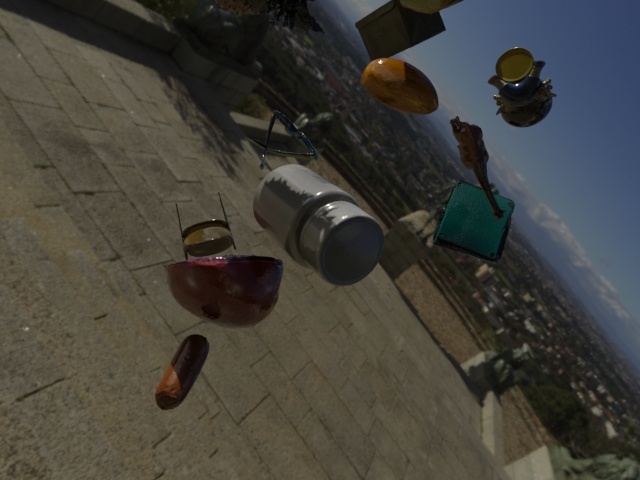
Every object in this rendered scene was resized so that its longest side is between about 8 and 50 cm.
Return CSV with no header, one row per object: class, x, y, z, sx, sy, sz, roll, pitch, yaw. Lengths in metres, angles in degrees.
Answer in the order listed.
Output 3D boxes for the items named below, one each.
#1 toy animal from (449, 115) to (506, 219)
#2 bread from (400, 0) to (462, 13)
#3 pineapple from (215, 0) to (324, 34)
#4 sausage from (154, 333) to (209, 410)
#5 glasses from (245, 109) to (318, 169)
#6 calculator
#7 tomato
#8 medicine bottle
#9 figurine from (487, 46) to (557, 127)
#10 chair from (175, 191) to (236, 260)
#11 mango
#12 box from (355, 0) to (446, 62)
toy animal,0.384,-0.181,1.204,0.230,0.066,0.224,-97,165,-57
bread,0.321,-0.794,1.212,0.264,0.239,0.395,27,-29,35
pineapple,-0.128,-0.603,1.179,0.364,0.166,0.165,34,7,37
sausage,-0.324,0.308,1.160,0.076,0.076,0.198,43,38,-18
glasses,-0.127,-0.313,1.549,0.206,0.102,0.239,-25,58,-34
calculator,0.566,-0.067,1.821,0.248,0.274,0.058,20,-16,6
tomato,-0.252,0.136,1.261,0.289,0.335,0.176,4,81,-28
medicine bottle,-0.010,-0.042,1.207,0.208,0.208,0.339,33,5,-40
figurine,0.566,-0.407,1.372,0.275,0.161,0.158,23,62,-60
chair,-0.365,-0.020,1.575,0.172,0.158,0.247,86,-15,-46
mango,0.212,-0.399,1.280,0.217,0.102,0.141,34,39,10
box,0.246,-0.677,1.560,0.231,0.155,0.149,7,-53,63
